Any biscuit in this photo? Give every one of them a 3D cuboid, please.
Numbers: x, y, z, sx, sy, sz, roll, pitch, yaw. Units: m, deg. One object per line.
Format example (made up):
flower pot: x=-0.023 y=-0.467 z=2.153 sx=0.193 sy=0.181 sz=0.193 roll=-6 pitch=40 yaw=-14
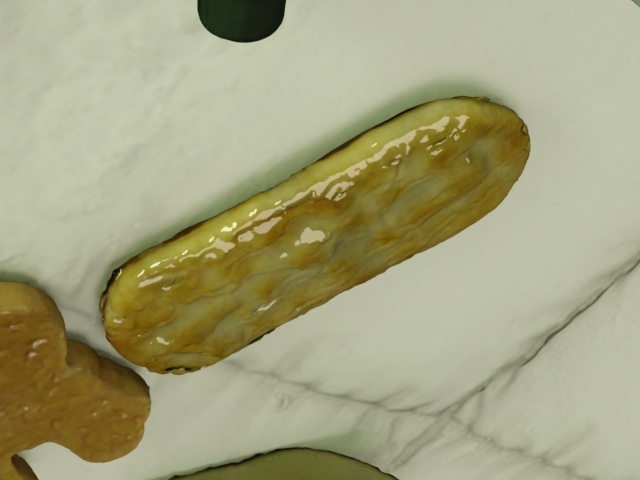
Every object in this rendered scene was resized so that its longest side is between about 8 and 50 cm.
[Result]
biscuit: x=-0.188 y=0.078 z=0.942 sx=0.144 sy=0.040 sz=0.236 roll=-37 pitch=142 yaw=3
biscuit: x=0.000 y=0.000 z=0.966 sx=0.247 sy=0.029 sz=0.118 roll=-29 pitch=144 yaw=3

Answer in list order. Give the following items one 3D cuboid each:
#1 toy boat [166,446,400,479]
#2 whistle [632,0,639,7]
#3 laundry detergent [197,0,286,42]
toy boat: x=-0.020 y=0.186 z=1.113 sx=0.188 sy=0.116 sz=0.061 roll=-10 pitch=135 yaw=-19
whistle: x=0.116 y=-0.159 z=0.718 sx=0.346 sy=0.142 sz=0.134 roll=-2 pitch=130 yaw=-51
laundry detergent: x=-0.024 y=-0.168 z=0.711 sx=0.099 sy=0.070 sz=0.226 roll=-20 pitch=145 yaw=-23
